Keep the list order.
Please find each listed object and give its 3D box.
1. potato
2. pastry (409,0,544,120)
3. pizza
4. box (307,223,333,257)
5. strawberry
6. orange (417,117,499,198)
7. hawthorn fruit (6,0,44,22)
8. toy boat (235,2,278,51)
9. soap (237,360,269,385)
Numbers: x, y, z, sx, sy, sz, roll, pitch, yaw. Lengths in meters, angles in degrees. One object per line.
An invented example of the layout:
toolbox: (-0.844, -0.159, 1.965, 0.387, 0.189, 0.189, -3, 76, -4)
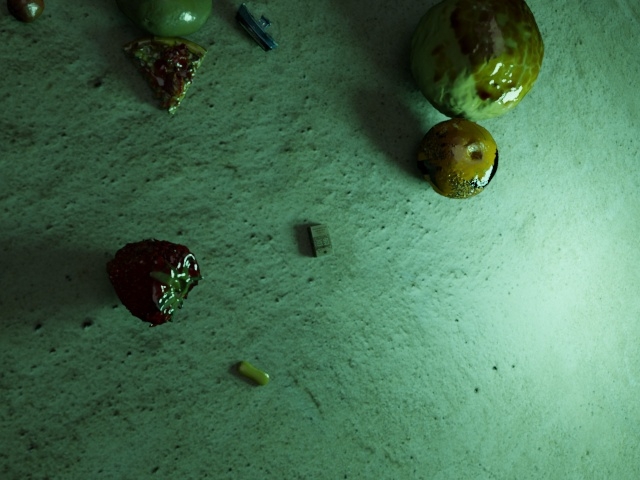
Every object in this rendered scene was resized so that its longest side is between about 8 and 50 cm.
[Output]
potato: (-0.361, -0.568, 1.376, 0.235, 0.160, 0.177, -15, 115, -41)
pastry: (0.453, -0.533, 1.674, 0.389, 0.313, 0.388, 3, 80, -18)
pizza: (-0.354, -0.404, 1.414, 0.201, 0.053, 0.193, -15, 90, -27)
box: (0.000, 0.000, 1.555, 0.053, 0.024, 0.083, -13, 88, -27)
strawberry: (-0.372, 0.081, 1.293, 0.202, 0.184, 0.186, 22, 94, 15)
orange: (0.395, -0.235, 1.684, 0.235, 0.182, 0.234, 1, 83, -9)
hawthorn fruit: (-0.641, -0.514, 1.280, 0.077, 0.077, 0.077, 3, 82, -26)
toy boat: (-0.161, -0.553, 1.523, 0.137, 0.060, 0.061, 44, 87, -9)
soap: (-0.164, 0.325, 1.441, 0.089, 0.012, 0.034, 34, 71, -19)
